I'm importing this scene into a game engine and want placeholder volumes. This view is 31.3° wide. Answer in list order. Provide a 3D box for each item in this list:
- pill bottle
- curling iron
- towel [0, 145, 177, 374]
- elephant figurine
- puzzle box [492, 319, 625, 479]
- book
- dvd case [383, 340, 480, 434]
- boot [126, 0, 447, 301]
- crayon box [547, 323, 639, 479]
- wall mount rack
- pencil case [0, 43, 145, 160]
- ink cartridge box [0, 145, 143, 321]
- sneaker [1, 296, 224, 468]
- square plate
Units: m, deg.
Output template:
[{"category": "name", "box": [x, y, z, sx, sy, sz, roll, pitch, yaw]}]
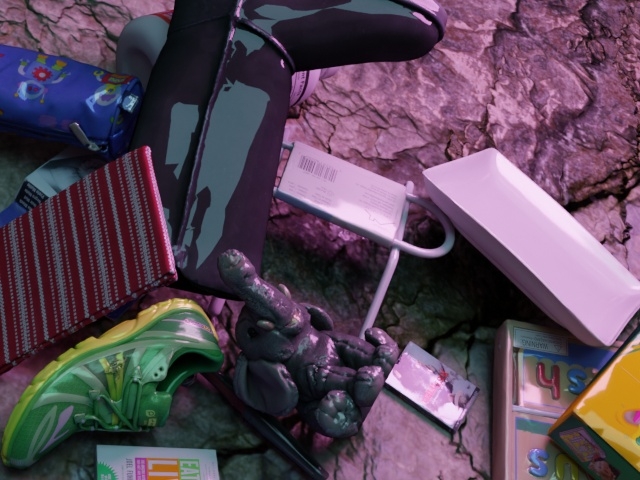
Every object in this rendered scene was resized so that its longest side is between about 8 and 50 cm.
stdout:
[{"category": "pill bottle", "box": [-0.127, -0.268, 1.693, 0.323, 0.181, 0.181, -21, 65, -34]}, {"category": "curling iron", "box": [-0.102, 0.216, 1.434, 0.274, 0.035, 0.068, 37, 59, 5]}, {"category": "towel", "box": [-0.299, 0.025, 1.374, 0.031, 0.275, 0.199, 39, 28, -54]}, {"category": "elephant figurine", "box": [-0.035, 0.132, 1.399, 0.239, 0.186, 0.169, 28, 12, 6]}, {"category": "puzzle box", "box": [0.433, 0.273, 1.564, 0.409, 0.052, 0.272, 11, 59, -9]}, {"category": "book", "box": [-0.192, 0.289, 1.344, 0.144, 0.035, 0.096, 5, 49, -18]}, {"category": "dvd case", "box": [0.152, 0.201, 1.568, 0.119, 0.013, 0.087, 36, 49, 5]}, {"category": "boot", "box": [-0.059, -0.134, 1.470, 0.367, 0.146, 0.445, 13, 74, 4]}, {"category": "crayon box", "box": [0.535, 0.263, 1.502, 0.363, 0.106, 0.313, 42, 59, 11]}, {"category": "wall mount rack", "box": [0.000, 0.000, 1.589, 0.350, 0.130, 0.304, 23, 46, -6]}, {"category": "pencil case", "box": [-0.386, -0.188, 1.525, 0.306, 0.119, 0.133, 13, 45, 3]}, {"category": "ink cartridge box", "box": [-0.285, -0.031, 1.534, 0.223, 0.045, 0.224, 37, 49, 6]}, {"category": "sneaker", "box": [-0.237, 0.175, 1.334, 0.295, 0.109, 0.123, -33, 69, -26]}, {"category": "square plate", "box": [0.320, 0.006, 1.693, 0.347, 0.049, 0.344, 44, 25, 12]}]
